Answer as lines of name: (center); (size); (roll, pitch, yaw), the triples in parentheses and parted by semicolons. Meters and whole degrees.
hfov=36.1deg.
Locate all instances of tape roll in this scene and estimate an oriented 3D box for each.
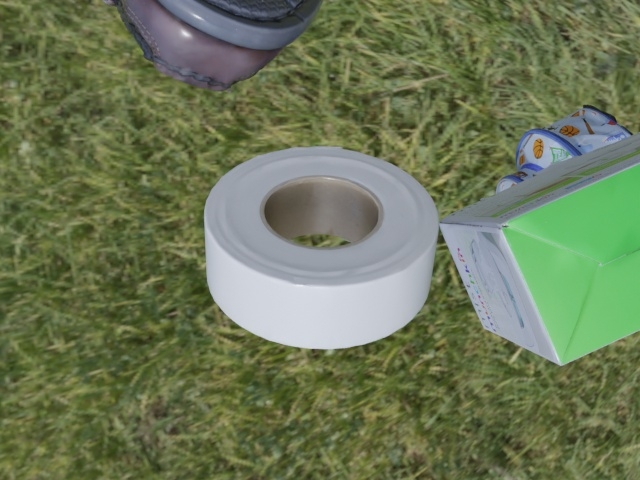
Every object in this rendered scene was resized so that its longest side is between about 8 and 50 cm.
tape roll: (0.000, 0.000, 1.205); (0.286, 0.286, 0.100); (24, 134, 26)

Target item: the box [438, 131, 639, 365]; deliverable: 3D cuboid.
box: (0.262, -0.015, 0.855); (0.262, 0.231, 0.126); (-24, 93, -5)

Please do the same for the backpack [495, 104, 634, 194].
backpack: (0.378, -0.051, 1.434); (0.276, 0.213, 0.263); (42, 145, 46)

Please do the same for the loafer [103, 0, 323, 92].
loafer: (-0.069, -0.154, 0.522); (0.095, 0.109, 0.302); (-55, 28, 31)
